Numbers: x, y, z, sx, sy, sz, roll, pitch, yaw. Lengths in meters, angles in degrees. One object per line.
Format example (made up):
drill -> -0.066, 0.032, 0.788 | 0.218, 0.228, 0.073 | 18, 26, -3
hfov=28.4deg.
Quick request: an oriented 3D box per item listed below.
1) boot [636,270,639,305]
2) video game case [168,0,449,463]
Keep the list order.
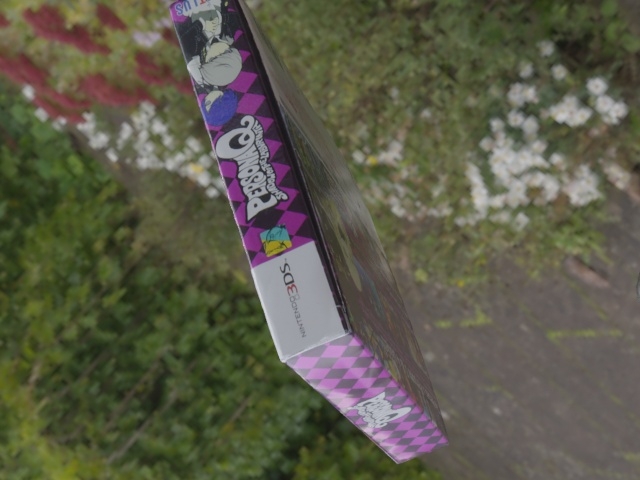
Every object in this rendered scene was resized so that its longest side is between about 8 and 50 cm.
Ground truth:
boot -> 0.416, 0.100, 0.793 | 0.378, 0.138, 0.284 | 12, -157, -13
video game case -> 0.000, 0.000, 0.704 | 0.232, 0.042, 0.210 | 52, -163, -63
